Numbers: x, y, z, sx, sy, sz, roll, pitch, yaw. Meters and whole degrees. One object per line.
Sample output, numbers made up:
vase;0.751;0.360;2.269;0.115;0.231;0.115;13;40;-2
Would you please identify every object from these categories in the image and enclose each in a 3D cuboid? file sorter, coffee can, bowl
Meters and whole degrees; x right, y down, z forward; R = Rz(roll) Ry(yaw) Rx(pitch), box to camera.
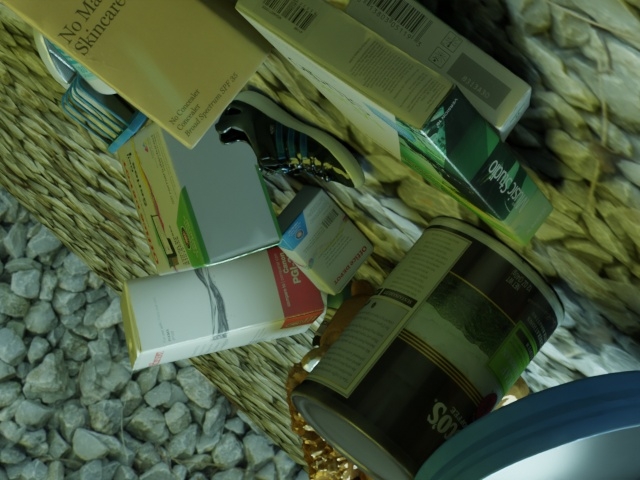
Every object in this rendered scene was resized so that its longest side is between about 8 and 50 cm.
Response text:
file sorter;-0.267;-0.203;2.108;0.104;0.118;0.170;38;165;-10
coffee can;0.126;0.138;1.871;0.201;0.275;0.201;36;165;11
bowl;0.282;0.267;1.759;0.391;0.391;0.077;64;-172;-57

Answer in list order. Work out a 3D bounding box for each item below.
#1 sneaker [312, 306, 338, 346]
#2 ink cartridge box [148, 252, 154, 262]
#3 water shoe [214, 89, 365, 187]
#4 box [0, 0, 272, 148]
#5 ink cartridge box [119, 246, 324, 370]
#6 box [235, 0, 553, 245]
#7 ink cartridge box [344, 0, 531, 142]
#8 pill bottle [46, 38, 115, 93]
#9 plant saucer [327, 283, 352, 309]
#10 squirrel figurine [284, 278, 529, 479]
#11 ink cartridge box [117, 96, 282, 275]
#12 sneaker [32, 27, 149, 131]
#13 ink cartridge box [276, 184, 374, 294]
sneaker;0.040;0.175;2.403;0.063;0.075;0.170;23;158;46
ink cartridge box;-0.186;-0.020;2.432;0.078;0.134;0.231;41;164;1
water shoe;-0.038;-0.104;1.940;0.203;0.080;0.073;33;164;23
box;-0.209;-0.256;1.680;0.311;0.148;0.121;36;-160;-9
ink cartridge box;-0.154;0.100;2.401;0.207;0.283;0.117;129;128;-75
box;0.078;-0.120;1.492;0.232;0.058;0.322;37;-179;30
ink cartridge box;0.114;-0.161;1.513;0.181;0.056;0.225;37;-178;7
pill bottle;-0.285;-0.304;1.824;0.264;0.146;0.146;47;163;-26
plant saucer;0.127;0.185;2.454;0.318;0.043;0.317;36;164;12
squirrel figurine;0.086;0.247;2.184;0.397;0.281;0.370;-15;120;42
ink cartridge box;-0.169;-0.066;2.144;0.201;0.117;0.278;72;162;-2
sneaker;-0.339;-0.240;2.237;0.091;0.094;0.258;22;158;37
ink cartridge box;0.000;0.000;2.131;0.122;0.088;0.052;48;163;-26
